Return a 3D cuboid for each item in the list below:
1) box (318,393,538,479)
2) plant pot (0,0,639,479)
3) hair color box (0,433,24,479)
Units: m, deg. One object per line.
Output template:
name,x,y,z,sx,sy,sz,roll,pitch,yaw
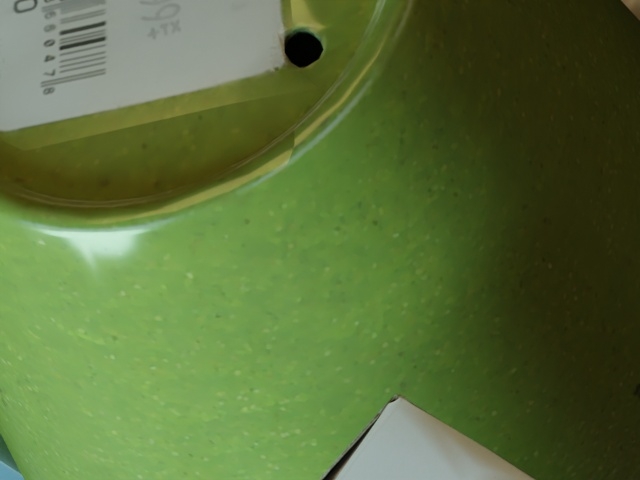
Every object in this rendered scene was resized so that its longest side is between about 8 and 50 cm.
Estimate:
box,0.109,0.185,0.434,0.231,0.262,0.127,31,79,38
plant pot,0.000,0.000,0.555,0.275,0.293,0.275,-7,64,15
hair color box,-0.206,-0.033,0.825,0.185,0.113,0.374,-20,54,17
